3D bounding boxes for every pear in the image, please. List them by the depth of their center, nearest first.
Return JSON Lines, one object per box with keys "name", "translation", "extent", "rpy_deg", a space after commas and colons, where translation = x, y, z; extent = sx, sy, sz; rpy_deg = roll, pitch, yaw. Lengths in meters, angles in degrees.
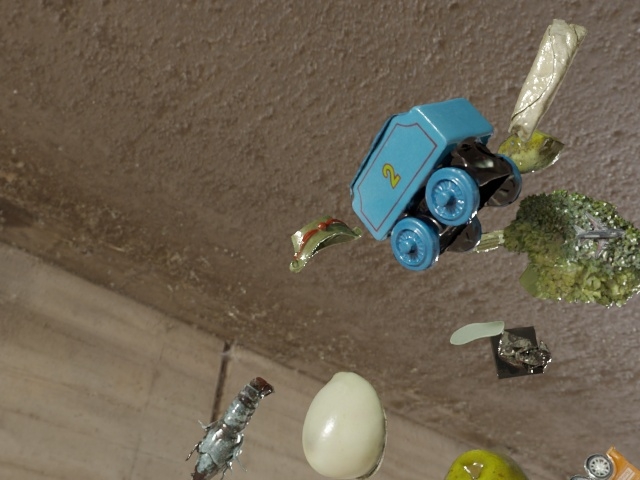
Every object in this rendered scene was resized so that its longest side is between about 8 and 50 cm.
{"name": "pear", "translation": [0.486, 0.746, 1.718], "extent": [0.295, 0.294, 0.294], "rpy_deg": [3, 143, 2]}

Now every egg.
{"name": "egg", "translation": [0.043, 0.503, 1.638], "extent": [0.174, 0.286, 0.264], "rpy_deg": [11, 166, -36]}

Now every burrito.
{"name": "burrito", "translation": [0.493, -0.353, 1.334], "extent": [0.082, 0.275, 0.059], "rpy_deg": [30, -169, 31]}

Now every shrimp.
{"name": "shrimp", "translation": [-0.294, 0.613, 1.881], "extent": [0.222, 0.410, 0.166], "rpy_deg": [31, -172, 22]}

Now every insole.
{"name": "insole", "translation": [0.342, 0.202, 1.321], "extent": [0.002, 0.053, 0.153], "rpy_deg": [39, 147, -20]}

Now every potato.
{"name": "potato", "translation": [0.506, -0.225, 1.489], "extent": [0.054, 0.119, 0.198], "rpy_deg": [13, -172, -27]}

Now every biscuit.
{"name": "biscuit", "translation": [0.492, 0.004, 1.797], "extent": [0.250, 0.046, 0.147], "rpy_deg": [-9, -177, -35]}

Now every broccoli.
{"name": "broccoli", "translation": [0.532, 0.020, 1.281], "extent": [0.260, 0.288, 0.235], "rpy_deg": [-41, 144, 15]}

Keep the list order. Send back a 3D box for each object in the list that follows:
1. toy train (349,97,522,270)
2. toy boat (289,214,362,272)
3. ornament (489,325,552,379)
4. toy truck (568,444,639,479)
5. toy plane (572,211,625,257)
{"name": "toy train", "translation": [0.208, -0.102, 1.163], "extent": [0.188, 0.265, 0.300], "rpy_deg": [-19, 153, -36]}
{"name": "toy boat", "translation": [0.000, -0.001, 1.207], "extent": [0.185, 0.071, 0.089], "rpy_deg": [-29, 169, -31]}
{"name": "ornament", "translation": [0.635, 0.335, 1.820], "extent": [0.167, 0.153, 0.196], "rpy_deg": [-7, 169, -8]}
{"name": "toy truck", "translation": [0.696, 0.736, 1.531], "extent": [0.387, 0.207, 0.173], "rpy_deg": [-46, 139, -7]}
{"name": "toy plane", "translation": [0.448, -0.011, 0.967], "extent": [0.083, 0.031, 0.078], "rpy_deg": [-8, 105, 49]}
